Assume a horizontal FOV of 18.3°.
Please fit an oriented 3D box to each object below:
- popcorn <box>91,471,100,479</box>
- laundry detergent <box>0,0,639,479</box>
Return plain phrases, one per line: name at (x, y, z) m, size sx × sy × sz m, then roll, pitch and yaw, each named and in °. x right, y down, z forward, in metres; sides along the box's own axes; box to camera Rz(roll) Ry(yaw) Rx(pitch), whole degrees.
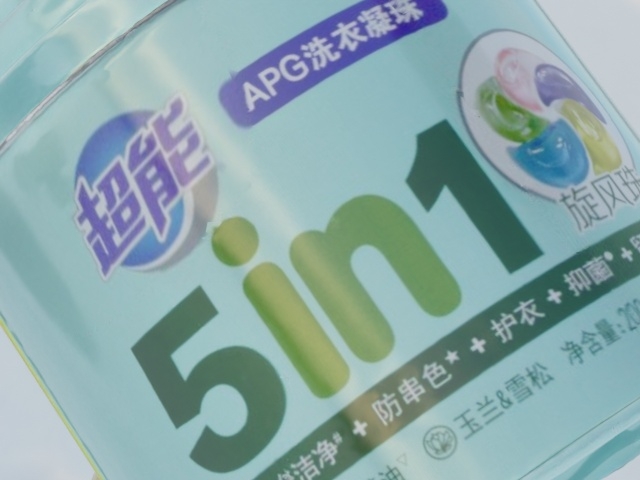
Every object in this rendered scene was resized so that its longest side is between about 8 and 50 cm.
popcorn at (0.015, 0.135, 1.335) m, size 0.315 × 0.297 × 0.281 m, roll 27°, pitch -19°, yaw -2°
laundry detergent at (0.000, 0.000, 0.878) m, size 0.305 × 0.287 × 0.287 m, roll 55°, pitch 27°, yaw 12°
